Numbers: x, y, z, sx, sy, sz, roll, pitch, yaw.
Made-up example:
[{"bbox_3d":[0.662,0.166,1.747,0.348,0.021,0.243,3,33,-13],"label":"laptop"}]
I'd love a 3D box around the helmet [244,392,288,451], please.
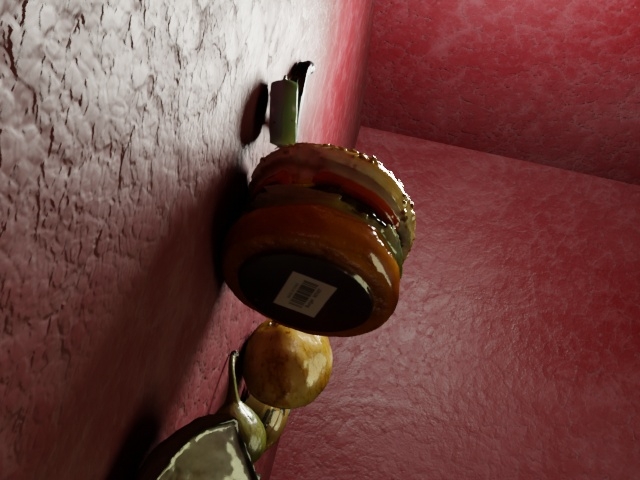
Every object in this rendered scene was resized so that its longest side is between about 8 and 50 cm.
[{"bbox_3d":[-0.157,0.484,1.601,0.198,0.130,0.224,84,20,-66],"label":"helmet"}]

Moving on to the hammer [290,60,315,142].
[{"bbox_3d":[-0.058,-0.243,1.310,0.137,0.037,0.290,-67,169,-66],"label":"hammer"}]

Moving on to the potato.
[{"bbox_3d":[-0.219,0.365,0.809,0.264,0.211,0.189,-27,-95,53],"label":"potato"}]

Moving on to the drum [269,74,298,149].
[{"bbox_3d":[-0.068,-0.247,1.116,0.253,0.049,0.130,-96,-172,-72],"label":"drum"}]

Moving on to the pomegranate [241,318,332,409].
[{"bbox_3d":[-0.080,0.298,1.447,0.248,0.248,0.248,13,90,-85],"label":"pomegranate"}]

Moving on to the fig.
[{"bbox_3d":[-0.175,0.348,1.230,0.124,0.124,0.236,67,22,-82],"label":"fig"}]

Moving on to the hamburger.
[{"bbox_3d":[0.000,0.000,1.038,0.330,0.330,0.250,96,7,-55],"label":"hamburger"}]

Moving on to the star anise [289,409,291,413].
[{"bbox_3d":[-0.133,0.489,1.982,0.331,0.117,0.332,16,90,-77],"label":"star anise"}]
